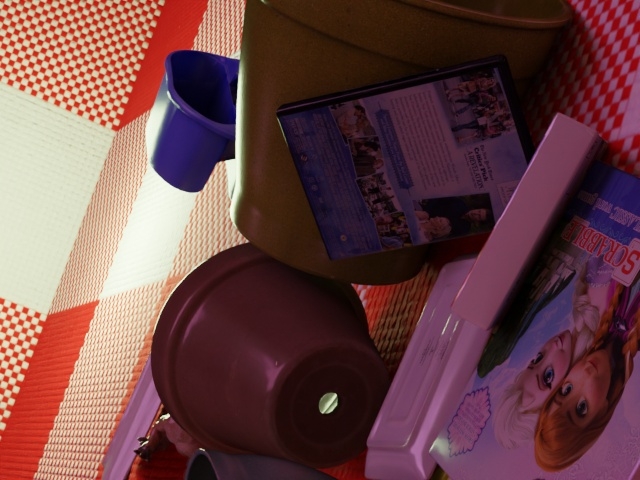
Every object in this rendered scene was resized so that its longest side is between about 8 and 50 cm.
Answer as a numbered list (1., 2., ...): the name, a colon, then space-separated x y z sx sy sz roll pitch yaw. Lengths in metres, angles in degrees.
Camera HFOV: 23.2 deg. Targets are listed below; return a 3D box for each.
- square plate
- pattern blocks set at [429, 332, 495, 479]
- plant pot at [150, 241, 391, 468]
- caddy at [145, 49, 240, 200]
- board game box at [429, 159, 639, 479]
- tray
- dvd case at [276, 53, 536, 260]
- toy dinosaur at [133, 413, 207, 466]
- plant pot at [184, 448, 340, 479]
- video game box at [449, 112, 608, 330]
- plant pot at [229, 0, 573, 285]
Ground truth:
1. square plate: -0.258 0.223 2.431 0.344 0.049 0.347 -115 48 -87
2. pattern blocks set: 0.114 0.222 1.593 0.285 0.026 0.325 -63 19 9
3. plant pot: -0.032 0.150 1.755 0.229 0.263 0.263 29 95 61
4. caddy: -0.140 -0.191 2.446 0.341 0.241 0.179 -106 37 -61
5. board game box: 0.238 0.109 1.294 0.318 0.066 0.319 -61 19 4
6. tray: 0.120 0.122 1.613 0.145 0.030 0.270 -12 51 65
7. dvd case: 0.096 -0.081 1.598 0.253 0.180 0.022 -11 22 25
8. toy dinosaur: -0.152 0.241 2.168 0.200 0.127 0.295 -55 3 3
9. plant pot: -0.016 0.342 1.473 0.293 0.196 0.293 -179 90 -75
10. video game box: 0.200 -0.017 1.464 0.205 0.048 0.187 -62 -14 6
11. plant pot: 0.055 -0.152 1.769 0.366 0.367 0.353 -110 34 -64
